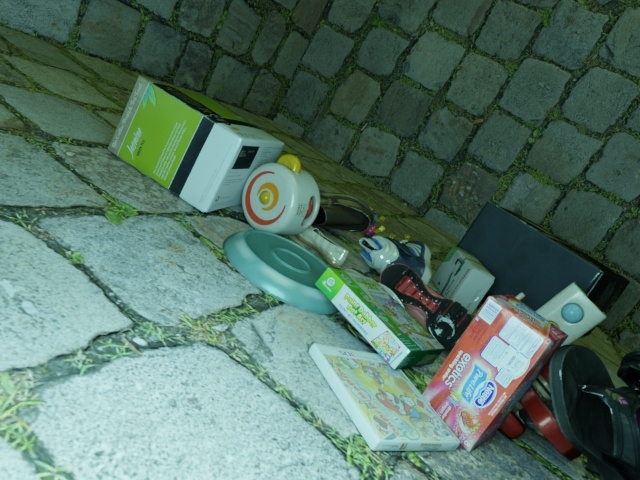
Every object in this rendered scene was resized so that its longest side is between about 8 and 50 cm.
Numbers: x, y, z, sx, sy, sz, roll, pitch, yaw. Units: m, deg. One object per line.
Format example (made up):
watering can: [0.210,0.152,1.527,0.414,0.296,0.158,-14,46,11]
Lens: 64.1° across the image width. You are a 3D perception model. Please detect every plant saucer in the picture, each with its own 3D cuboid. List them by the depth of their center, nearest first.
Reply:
plant saucer: [-0.075,0.060,1.198,0.317,0.044,0.318,28,16,-9]

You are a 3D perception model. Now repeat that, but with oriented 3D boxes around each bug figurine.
bug figurine: [0.270,-0.020,2.043,0.279,0.072,0.216,39,23,13]

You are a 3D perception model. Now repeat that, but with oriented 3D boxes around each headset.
headset: [0.932,0.427,1.560,0.185,0.243,0.394,55,-17,-5]

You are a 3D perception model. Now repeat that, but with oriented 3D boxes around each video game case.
video game case: [0.108,0.271,0.892,0.206,0.026,0.227,18,19,-37]

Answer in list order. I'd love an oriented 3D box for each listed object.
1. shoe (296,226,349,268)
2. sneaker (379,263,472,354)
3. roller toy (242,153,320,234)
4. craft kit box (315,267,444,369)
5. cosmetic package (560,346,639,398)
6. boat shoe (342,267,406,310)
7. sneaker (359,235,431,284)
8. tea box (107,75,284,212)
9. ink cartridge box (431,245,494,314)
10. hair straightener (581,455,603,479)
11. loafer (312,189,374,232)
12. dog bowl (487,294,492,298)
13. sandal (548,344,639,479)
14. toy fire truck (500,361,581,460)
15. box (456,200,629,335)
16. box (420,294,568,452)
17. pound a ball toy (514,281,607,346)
shoe: [0.000,0.000,1.494,0.219,0.058,0.076,40,18,33]
sneaker: [0.290,0.187,1.345,0.314,0.116,0.136,45,-6,19]
roller toy: [-0.109,-0.112,1.385,0.146,0.209,0.191,3,63,-57]
craft kit box: [0.135,0.170,1.121,0.246,0.061,0.249,42,11,27]
cosmetic package: [0.719,0.420,1.342,0.224,0.138,0.224,24,16,-16]
boat shoe: [0.144,0.134,1.308,0.206,0.075,0.065,34,18,30]
sneaker: [0.239,0.032,1.698,0.236,0.130,0.323,32,20,-8]
tea box: [-0.327,-0.262,1.414,0.323,0.220,0.329,33,15,9]
ink cartridge box: [0.496,0.135,1.794,0.092,0.160,0.219,26,15,-12]
hair straightener: [0.641,0.523,1.037,0.230,0.047,0.089,36,16,22]
loafer: [0.014,-0.087,1.726,0.365,0.134,0.130,14,43,-19]
dog bowl: [0.751,0.278,1.982,0.165,0.074,0.297,26,15,-16]
sandal: [0.546,0.350,0.906,0.446,0.107,0.168,52,53,-17]
toy fire truck: [0.469,0.345,1.115,0.254,0.169,0.302,45,11,-20]
box: [0.838,0.120,1.964,0.471,0.298,0.480,9,26,-49]
box: [0.312,0.237,0.935,0.122,0.257,0.128,6,27,-50]
pound a ball toy: [0.624,0.240,1.491,0.208,0.319,0.135,52,21,18]
